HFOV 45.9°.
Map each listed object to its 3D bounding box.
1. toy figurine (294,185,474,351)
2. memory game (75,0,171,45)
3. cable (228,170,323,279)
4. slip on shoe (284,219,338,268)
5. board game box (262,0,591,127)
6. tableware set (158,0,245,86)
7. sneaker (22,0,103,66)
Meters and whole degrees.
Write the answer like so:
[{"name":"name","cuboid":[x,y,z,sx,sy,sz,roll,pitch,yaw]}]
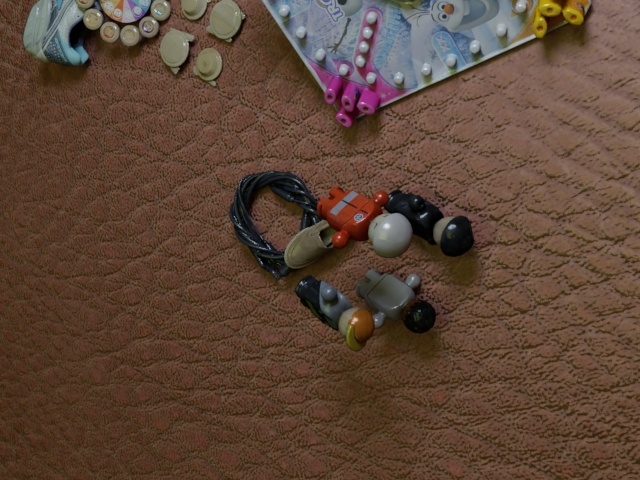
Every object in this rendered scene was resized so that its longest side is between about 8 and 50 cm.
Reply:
[{"name":"toy figurine","cuboid":[0.090,0.036,1.042,0.148,0.213,0.209,31,110,40]},{"name":"memory game","cuboid":[-0.348,-0.438,1.334,0.186,0.012,0.186,2,102,8]},{"name":"cable","cuboid":[-0.072,-0.038,1.230,0.150,0.047,0.184,-39,75,29]},{"name":"slip on shoe","cuboid":[0.000,0.000,1.169,0.135,0.041,0.051,-32,105,10]},{"name":"board game box","cuboid":[0.085,-0.365,0.966,0.390,0.050,0.390,-20,122,32]},{"name":"tableware set","cuboid":[-0.204,-0.353,1.293,0.141,0.020,0.168,36,111,21]},{"name":"sneaker","cuboid":[-0.450,-0.459,1.400,0.122,0.110,0.283,22,110,9]}]
